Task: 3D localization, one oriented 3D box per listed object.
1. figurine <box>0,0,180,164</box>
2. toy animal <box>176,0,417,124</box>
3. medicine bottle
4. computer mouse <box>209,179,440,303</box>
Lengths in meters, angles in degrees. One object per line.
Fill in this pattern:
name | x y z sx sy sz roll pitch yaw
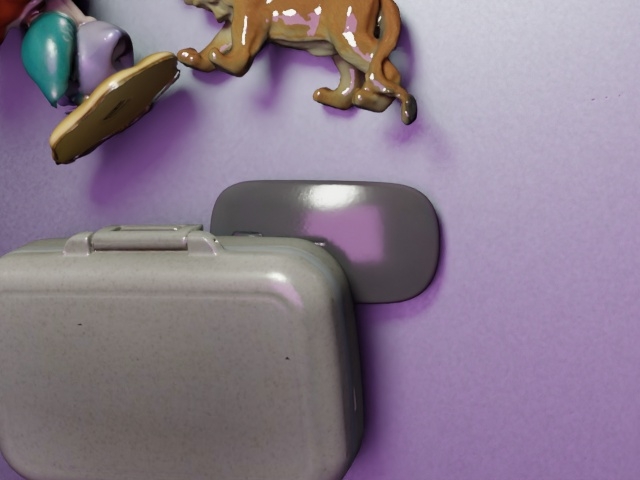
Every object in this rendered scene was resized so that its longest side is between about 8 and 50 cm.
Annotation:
figurine | -0.277 -0.221 1.368 0.208 0.181 0.257 -37 85 -23
toy animal | -0.033 -0.220 1.362 0.312 0.097 0.158 16 91 12
medicine bottle | -0.147 0.121 1.373 0.375 0.123 0.282 0 108 20
computer mouse | 0.000 0.000 1.382 0.232 0.057 0.120 3 94 14
